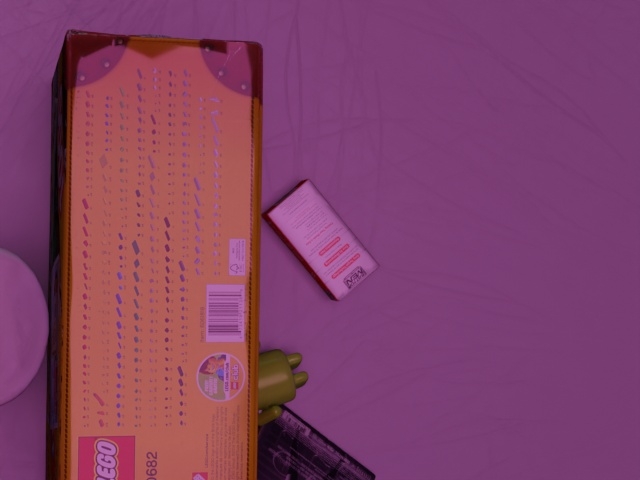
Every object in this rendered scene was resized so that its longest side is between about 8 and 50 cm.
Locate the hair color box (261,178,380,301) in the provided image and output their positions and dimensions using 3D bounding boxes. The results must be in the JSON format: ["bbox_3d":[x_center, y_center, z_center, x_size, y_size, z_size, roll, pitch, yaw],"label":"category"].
[{"bbox_3d":[0.000,0.000,1.622,0.072,0.043,0.141,-40,98,-11],"label":"hair color box"}]

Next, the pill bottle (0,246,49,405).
[{"bbox_3d":[-0.447,0.091,1.377,0.169,0.301,0.169,7,81,-56],"label":"pill bottle"}]

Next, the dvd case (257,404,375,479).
[{"bbox_3d":[-0.030,0.315,1.558,0.164,0.018,0.221,39,41,-11],"label":"dvd case"}]

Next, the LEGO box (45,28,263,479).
[{"bbox_3d":[-0.190,0.053,1.406,0.193,0.372,0.500,1,89,-14],"label":"LEGO box"}]

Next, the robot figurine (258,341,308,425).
[{"bbox_3d":[-0.074,0.172,1.590,0.115,0.067,0.101,-15,76,-14],"label":"robot figurine"}]
